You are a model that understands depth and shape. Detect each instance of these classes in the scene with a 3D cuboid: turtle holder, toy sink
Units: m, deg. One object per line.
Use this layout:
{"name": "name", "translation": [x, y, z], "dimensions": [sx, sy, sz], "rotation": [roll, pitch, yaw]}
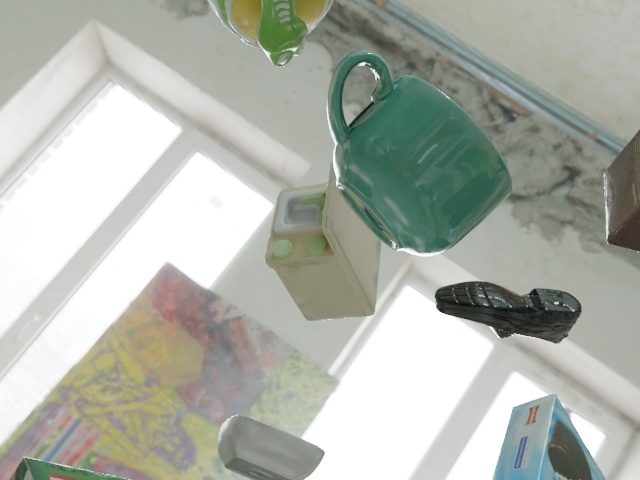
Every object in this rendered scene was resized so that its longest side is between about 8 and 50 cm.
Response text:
{"name": "turtle holder", "translation": [-0.063, -0.413, 1.177], "dimensions": [0.320, 0.243, 0.227], "rotation": [43, -33, 35]}
{"name": "toy sink", "translation": [0.000, 0.000, 1.220], "dimensions": [0.131, 0.153, 0.234], "rotation": [-6, -39, 19]}

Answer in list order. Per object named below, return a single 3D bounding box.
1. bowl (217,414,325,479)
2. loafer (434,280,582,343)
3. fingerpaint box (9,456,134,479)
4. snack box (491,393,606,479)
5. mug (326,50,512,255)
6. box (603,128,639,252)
{"name": "bowl", "translation": [-0.077, 0.300, 1.067], "dimensions": [0.142, 0.053, 0.142], "rotation": [26, -31, -7]}
{"name": "loafer", "translation": [0.214, 0.089, 0.897], "dimensions": [0.170, 0.062, 0.061], "rotation": [8, -60, 1]}
{"name": "fingerpaint box", "translation": [-0.311, 0.550, 1.126], "dimensions": [0.445, 0.371, 0.163], "rotation": [29, 4, -40]}
{"name": "snack box", "translation": [0.276, 0.340, 0.773], "dimensions": [0.060, 0.187, 0.322], "rotation": [-26, -78, 32]}
{"name": "mug", "translation": [0.063, -0.060, 0.620], "dimensions": [0.158, 0.097, 0.129], "rotation": [45, -5, 18]}
{"name": "box", "translation": [0.600, -0.092, 1.286], "dimensions": [0.168, 0.167, 0.203], "rotation": [15, -34, -4]}
